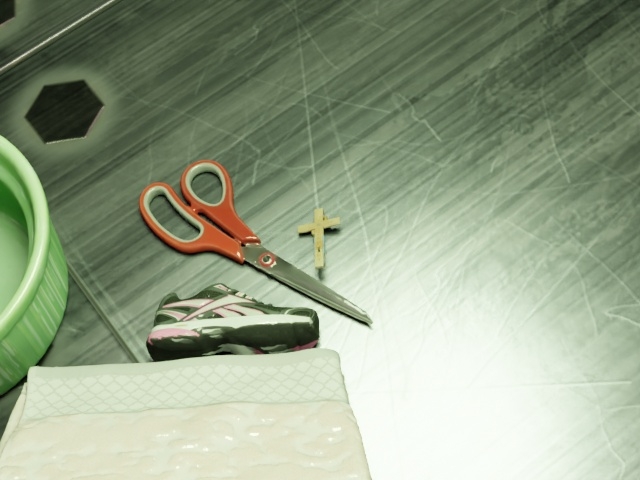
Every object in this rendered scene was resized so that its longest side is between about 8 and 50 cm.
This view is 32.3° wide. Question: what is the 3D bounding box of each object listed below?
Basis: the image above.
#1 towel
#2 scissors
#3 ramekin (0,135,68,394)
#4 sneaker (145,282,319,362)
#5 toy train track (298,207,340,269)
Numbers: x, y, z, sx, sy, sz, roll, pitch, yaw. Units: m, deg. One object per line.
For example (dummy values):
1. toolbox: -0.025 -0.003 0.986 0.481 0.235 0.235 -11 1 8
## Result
1. towel: -0.123 0.192 0.976 0.332 0.053 0.317 -2 23 -4
2. scissors: -0.078 0.021 1.201 0.109 0.021 0.297 -39 67 -16
3. ramekin: -0.411 0.036 1.149 0.303 0.148 0.303 -2 63 4
4. sneaker: -0.090 0.076 1.146 0.178 0.072 0.077 -1 52 -1
5. toy train track: 0.000 0.000 1.198 0.048 0.014 0.083 -12 46 13
